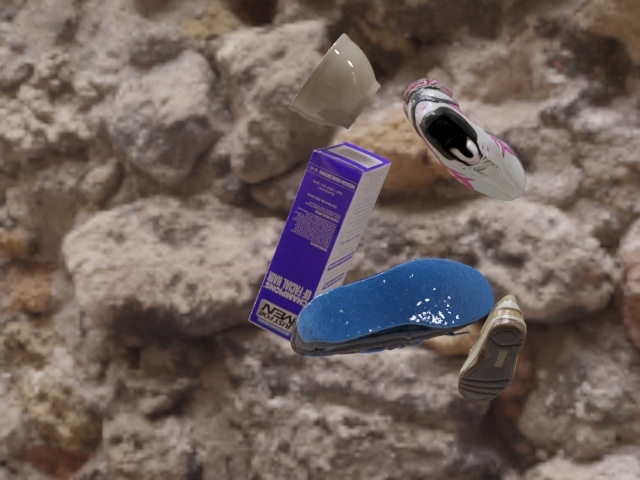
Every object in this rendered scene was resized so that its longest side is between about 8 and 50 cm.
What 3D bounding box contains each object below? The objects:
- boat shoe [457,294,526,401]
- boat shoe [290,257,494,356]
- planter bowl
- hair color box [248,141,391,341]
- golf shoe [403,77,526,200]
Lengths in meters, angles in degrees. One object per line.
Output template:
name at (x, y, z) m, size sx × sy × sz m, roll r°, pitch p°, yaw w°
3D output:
boat shoe at (0.235, 0.145, 1.419) m, size 0.068 × 0.072 × 0.190 m, roll 15°, pitch -42°, yaw -5°
boat shoe at (0.079, 0.078, 1.235) m, size 0.258 × 0.109 × 0.089 m, roll -3°, pitch -25°, yaw -25°
planter bowl at (0.036, -0.263, 1.833) m, size 0.109 × 0.162 × 0.162 m, roll 37°, pitch -4°, yaw -3°
hair color box at (0.000, 0.000, 1.898) m, size 0.110 × 0.339 × 0.185 m, roll 24°, pitch 16°, yaw 14°
golf shoe at (0.162, -0.095, 1.159) m, size 0.186 × 0.067 × 0.086 m, roll 37°, pitch 23°, yaw -25°
